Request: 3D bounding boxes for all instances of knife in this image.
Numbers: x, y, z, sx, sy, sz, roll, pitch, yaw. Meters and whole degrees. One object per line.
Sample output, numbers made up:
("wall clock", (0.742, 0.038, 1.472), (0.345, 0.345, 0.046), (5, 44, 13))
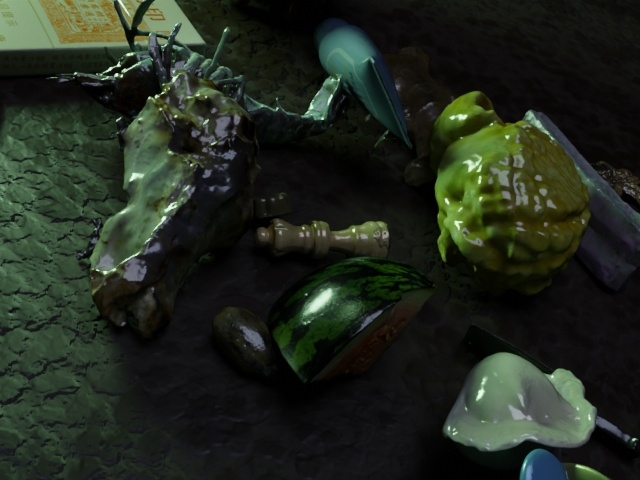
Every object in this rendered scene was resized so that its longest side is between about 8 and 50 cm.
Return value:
("knife", (0.276, 0.175, 1.079), (0.245, 0.072, 0.019), (33, 66, 11))

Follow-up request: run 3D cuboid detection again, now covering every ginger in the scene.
("ginger", (0.165, -0.215, 1.451), (0.166, 0.080, 0.333), (-7, 44, -14))

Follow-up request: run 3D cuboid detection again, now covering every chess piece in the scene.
("chess piece", (0.000, 0.001, 1.148), (0.171, 0.060, 0.060), (3, 43, -18))

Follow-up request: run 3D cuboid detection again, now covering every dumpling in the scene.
("dumpling", (0.217, 0.181, 0.972), (0.151, 0.124, 0.229), (-6, 8, 22))

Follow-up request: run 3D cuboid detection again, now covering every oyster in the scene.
("oyster", (-0.171, -0.047, 1.049), (0.198, 0.133, 0.337), (45, 55, -23))

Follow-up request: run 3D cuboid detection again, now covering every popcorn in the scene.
("popcorn", (0.264, -0.057, 1.251), (0.225, 0.174, 0.286), (21, 43, -26))

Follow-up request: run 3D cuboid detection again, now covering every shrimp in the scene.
("shrimp", (-0.149, -0.210, 1.246), (0.410, 0.166, 0.221), (18, 3, -28))

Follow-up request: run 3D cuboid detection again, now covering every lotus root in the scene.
("lotus root", (-0.077, 0.112, 0.992), (0.099, 0.049, 0.054), (47, 43, 17))

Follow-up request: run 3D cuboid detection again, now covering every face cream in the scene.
("face cream", (0.058, -0.258, 1.366), (0.086, 0.136, 0.385), (-27, 28, 1))

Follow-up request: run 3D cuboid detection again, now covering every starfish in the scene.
("starfish", (0.470, -0.068, 1.444), (0.189, 0.074, 0.146), (-19, 49, -42))

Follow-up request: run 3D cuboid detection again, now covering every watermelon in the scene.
("watermelon", (0.016, 0.083, 0.990), (0.145, 0.193, 0.137), (8, 76, -60))

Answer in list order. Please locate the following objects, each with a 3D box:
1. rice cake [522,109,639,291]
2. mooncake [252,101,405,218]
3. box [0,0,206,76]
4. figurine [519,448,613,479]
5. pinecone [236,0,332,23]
("rice cake", (0.380, -0.063, 1.365), (0.050, 0.106, 0.298), (2, 43, -39))
("mooncake", (0.020, -0.108, 1.276), (0.150, 0.057, 0.347), (-1, 28, 19))
("box", (-0.371, -0.319, 1.329), (0.365, 0.051, 0.205), (-10, 49, -34))
("figurine", (0.205, 0.302, 0.836), (0.262, 0.154, 0.180), (-16, 60, -47))
("pinecone", (-0.051, -0.543, 1.498), (0.397, 0.398, 0.398), (14, 40, -12))
